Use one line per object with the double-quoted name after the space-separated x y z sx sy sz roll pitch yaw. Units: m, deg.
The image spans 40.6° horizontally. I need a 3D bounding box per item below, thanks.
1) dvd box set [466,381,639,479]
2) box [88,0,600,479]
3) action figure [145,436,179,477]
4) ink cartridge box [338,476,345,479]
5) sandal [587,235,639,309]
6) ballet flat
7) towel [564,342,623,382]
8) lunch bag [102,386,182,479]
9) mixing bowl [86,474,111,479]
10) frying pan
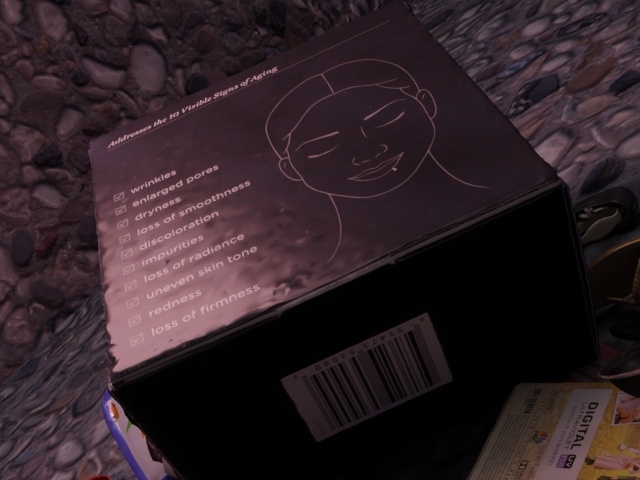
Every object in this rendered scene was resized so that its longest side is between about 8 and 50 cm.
0.292 0.236 0.687 0.420 0.062 0.307 -11 31 44 "dvd box set"
0.000 0.000 1.062 0.480 0.297 0.471 -24 40 1 "box"
-0.111 0.301 1.105 0.185 0.099 0.285 -5 14 -42 "action figure"
-0.015 0.375 1.058 0.145 0.045 0.179 -38 1 3 "ink cartridge box"
0.399 0.035 0.989 0.240 0.088 0.079 -36 40 21 "sandal"
0.346 -0.011 1.211 0.203 0.074 0.074 -27 22 24 "ballet flat"
0.281 0.193 0.921 0.197 0.029 0.144 -43 19 -13 "towel"
-0.179 0.198 1.421 0.328 0.239 0.385 -47 24 9 "lunch bag"
-0.365 0.470 1.354 0.181 0.098 0.181 -35 19 14 "mixing bowl"
0.310 0.101 0.782 0.197 0.053 0.326 -22 -9 -24 "frying pan"
